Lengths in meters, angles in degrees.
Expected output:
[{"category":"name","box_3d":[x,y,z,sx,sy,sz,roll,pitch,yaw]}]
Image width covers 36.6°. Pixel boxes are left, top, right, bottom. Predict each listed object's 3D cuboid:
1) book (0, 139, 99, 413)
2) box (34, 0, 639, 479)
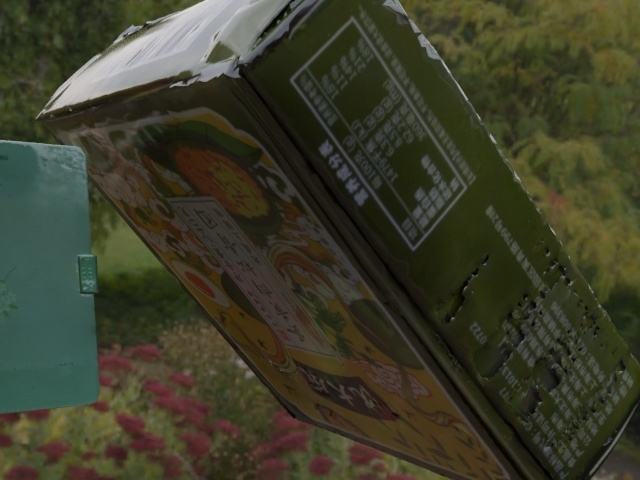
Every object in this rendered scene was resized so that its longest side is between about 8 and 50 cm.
[{"category":"book","box_3d":[-0.158,0.017,0.478,0.103,0.135,0.017,0,-9,-40]},{"category":"box","box_3d":[0.000,0.000,0.782,0.373,0.138,0.420,3,-45,56]}]
